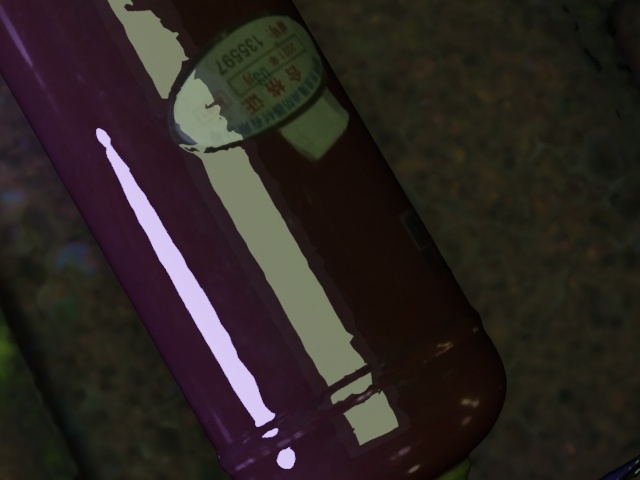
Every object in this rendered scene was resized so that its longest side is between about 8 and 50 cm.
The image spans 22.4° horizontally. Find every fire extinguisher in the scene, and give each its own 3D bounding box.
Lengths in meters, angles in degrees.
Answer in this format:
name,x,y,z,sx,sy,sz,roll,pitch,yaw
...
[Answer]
name,x,y,z,sx,sy,sz,roll,pitch,yaw
fire extinguisher,0.000,0.000,0.542,0.138,0.102,0.344,-33,85,18
